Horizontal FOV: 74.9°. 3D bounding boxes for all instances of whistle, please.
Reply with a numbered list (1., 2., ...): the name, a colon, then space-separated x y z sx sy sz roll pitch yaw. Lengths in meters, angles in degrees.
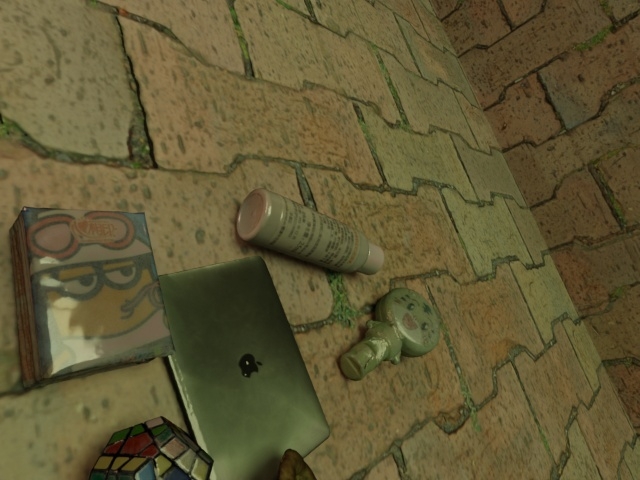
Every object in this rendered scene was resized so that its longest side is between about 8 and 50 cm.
1. whistle: 0.124 0.160 0.715 0.258 0.067 0.126 -22 71 -47

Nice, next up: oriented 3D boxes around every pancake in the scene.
1. pancake: -0.008 0.311 0.427 0.190 0.020 0.184 62 10 -68

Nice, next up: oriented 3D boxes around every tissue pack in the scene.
1. tissue pack: -0.218 0.049 0.401 0.115 0.065 0.155 1 66 -50

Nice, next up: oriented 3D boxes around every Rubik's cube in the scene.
1. Rubik's cube: -0.145 0.211 0.358 0.111 0.111 0.093 47 65 -17

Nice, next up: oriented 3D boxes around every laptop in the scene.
1. laptop: -0.092 0.154 0.514 0.188 0.015 0.269 -12 77 -51

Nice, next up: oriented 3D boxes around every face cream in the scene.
1. face cream: 0.000 0.000 0.660 0.269 0.082 0.082 22 52 -39
